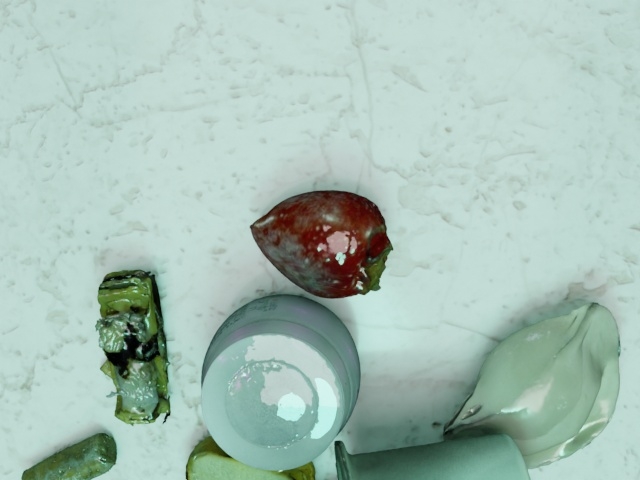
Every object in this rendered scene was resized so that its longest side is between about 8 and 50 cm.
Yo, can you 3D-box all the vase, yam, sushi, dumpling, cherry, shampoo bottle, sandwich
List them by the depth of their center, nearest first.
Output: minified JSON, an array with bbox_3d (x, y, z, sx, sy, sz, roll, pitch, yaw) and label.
[{"bbox_3d":[0.180,0.418,1.284,0.291,0.245,0.245,-10,100,-6],"label":"vase"},{"bbox_3d":[0.000,0.000,1.357,0.249,0.192,0.175,10,65,6],"label":"cherry"},{"bbox_3d":[-0.067,0.236,1.358,0.273,0.266,0.273,1,101,3],"label":"shampoo bottle"},{"bbox_3d":[0.401,0.278,1.412,0.260,0.181,0.341,46,72,-26],"label":"dumpling"},{"bbox_3d":[-0.349,0.198,1.431,0.139,0.131,0.291,-4,108,1],"label":"sushi"},{"bbox_3d":[-0.126,0.477,1.457,0.251,0.087,0.226,2,106,24],"label":"sandwich"},{"bbox_3d":[-0.471,0.429,1.501,0.179,0.078,0.078,-27,99,6],"label":"yam"}]
